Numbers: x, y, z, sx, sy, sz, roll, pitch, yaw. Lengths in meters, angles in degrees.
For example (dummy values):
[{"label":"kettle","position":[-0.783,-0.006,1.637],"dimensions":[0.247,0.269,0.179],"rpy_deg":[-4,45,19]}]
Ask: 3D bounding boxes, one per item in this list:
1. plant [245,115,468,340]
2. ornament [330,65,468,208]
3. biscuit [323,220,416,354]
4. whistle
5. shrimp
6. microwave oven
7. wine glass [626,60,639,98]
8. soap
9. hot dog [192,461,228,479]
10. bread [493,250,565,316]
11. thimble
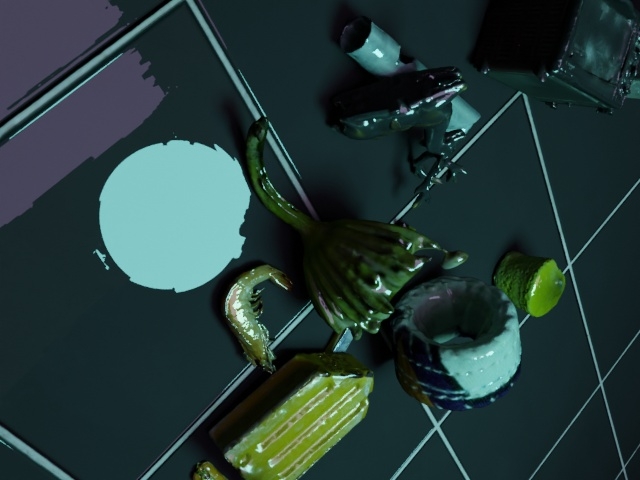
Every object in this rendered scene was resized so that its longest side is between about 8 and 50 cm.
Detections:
[{"label":"plant","position":[0.013,-0.024,0.965],"dimensions":[0.333,0.251,0.180],"rpy_deg":[49,48,-3]},{"label":"ornament","position":[0.131,-0.142,1.011],"dimensions":[0.202,0.080,0.236],"rpy_deg":[-15,143,6]},{"label":"biscuit","position":[0.080,0.098,1.107],"dimensions":[0.048,0.026,0.292],"rpy_deg":[35,85,-41]},{"label":"whistle","position":[0.150,-0.241,1.012],"dimensions":[0.312,0.062,0.062],"rpy_deg":[25,90,-43]},{"label":"shrimp","position":[-0.082,0.112,0.978],"dimensions":[0.124,0.034,0.178],"rpy_deg":[-44,125,-27]},{"label":"microwave oven","position":[0.416,-0.332,1.112],"dimensions":[0.247,0.188,0.178],"rpy_deg":[9,101,-42]},{"label":"wine glass","position":[0.692,-0.478,1.254],"dimensions":[0.267,0.267,0.406],"rpy_deg":[5,99,-41]},{"label":"soap","position":[-0.031,0.275,1.033],"dimensions":[0.257,0.080,0.160],"rpy_deg":[-39,129,-15]},{"label":"hot dog","position":[-0.167,0.372,1.012],"dimensions":[0.037,0.021,0.083],"rpy_deg":[-48,132,-16]},{"label":"bread","position":[0.427,0.090,1.333],"dimensions":[0.111,0.114,0.129],"rpy_deg":[-48,131,-14]},{"label":"thimble","position":[0.234,0.170,1.141],"dimensions":[0.237,0.237,0.150],"rpy_deg":[-31,127,-27]}]
